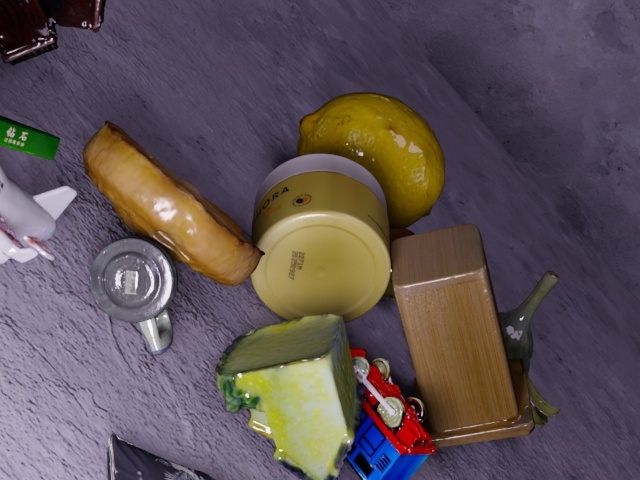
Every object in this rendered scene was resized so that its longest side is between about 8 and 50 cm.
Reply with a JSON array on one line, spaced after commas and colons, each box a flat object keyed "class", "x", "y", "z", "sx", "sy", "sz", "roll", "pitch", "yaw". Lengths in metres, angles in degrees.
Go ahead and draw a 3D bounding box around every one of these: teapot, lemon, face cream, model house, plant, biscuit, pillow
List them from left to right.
[{"class": "model house", "x": -0.412, "y": -0.347, "z": 1.972, "sx": 0.164, "sy": 0.203, "sz": 0.141, "roll": 34, "pitch": -32, "yaw": 53}, {"class": "teapot", "x": -0.222, "y": 0.061, "z": 1.760, "sx": 0.149, "sy": 0.111, "sz": 0.108, "roll": 44, "pitch": 8, "yaw": 2}, {"class": "biscuit", "x": -0.212, "y": -0.042, "z": 1.874, "sx": 0.296, "sy": 0.102, "sz": 0.296, "roll": 42, "pitch": -2, "yaw": 1}, {"class": "pillow", "x": -0.159, "y": 0.311, "z": 1.541, "sx": 0.208, "sy": 0.055, "sz": 0.141, "roll": 29, "pitch": 38, "yaw": -38}, {"class": "model house", "x": -0.028, "y": 0.230, "z": 1.852, "sx": 0.194, "sy": 0.170, "sz": 0.211, "roll": -73, "pitch": 148, "yaw": -72}, {"class": "face cream", "x": 0.000, "y": 0.000, "z": 2.115, "sx": 0.218, "sy": 0.218, "sz": 0.179, "roll": 39, "pitch": 25, "yaw": -22}, {"class": "lemon", "x": 0.092, "y": -0.146, "z": 2.482, "sx": 0.284, "sy": 0.260, "sz": 0.260, "roll": 41, "pitch": 21, "yaw": 7}, {"class": "plant", "x": 0.312, "y": 0.182, "z": 2.447, "sx": 0.306, "sy": 0.297, "sz": 0.261, "roll": 28, "pitch": -5, "yaw": -9}]

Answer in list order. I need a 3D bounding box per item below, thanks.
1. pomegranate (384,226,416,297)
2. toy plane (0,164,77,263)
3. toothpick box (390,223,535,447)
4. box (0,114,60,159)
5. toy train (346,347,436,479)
[{"class": "pomegranate", "x": 0.122, "y": 0.028, "z": 2.429, "sx": 0.159, "sy": 0.129, "sz": 0.129, "roll": 47, "pitch": 21, "yaw": 20}, {"class": "toy plane", "x": -0.402, "y": -0.053, "z": 1.577, "sx": 0.252, "sy": 0.118, "sz": 0.252, "roll": 40, "pitch": 10, "yaw": -8}, {"class": "toothpick box", "x": 0.216, "y": 0.149, "z": 2.145, "sx": 0.187, "sy": 0.190, "sz": 0.308, "roll": -85, "pitch": 162, "yaw": -59}, {"class": "box", "x": -0.438, "y": -0.153, "z": 1.635, "sx": 0.235, "sy": 0.034, "sz": 0.132, "roll": 20, "pitch": 2, "yaw": 39}, {"class": "toy train", "x": 0.073, "y": 0.257, "z": 1.973, "sx": 0.083, "sy": 0.131, "sz": 0.204, "roll": 9, "pitch": 33, "yaw": -49}]
